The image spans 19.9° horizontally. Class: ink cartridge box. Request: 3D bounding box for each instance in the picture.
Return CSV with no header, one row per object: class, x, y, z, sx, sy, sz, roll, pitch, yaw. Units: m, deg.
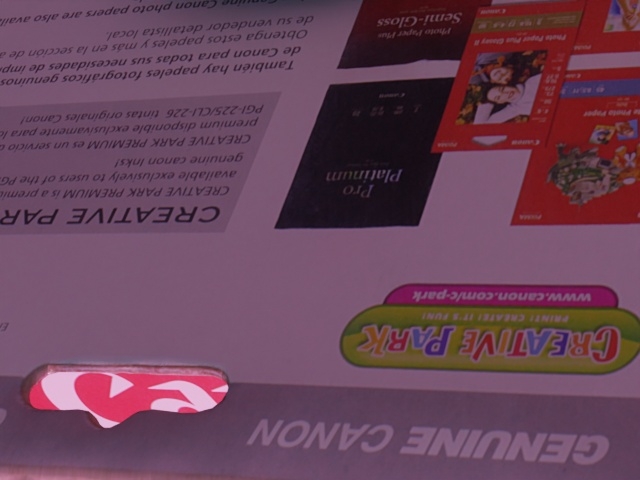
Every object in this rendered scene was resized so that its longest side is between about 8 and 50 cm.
ink cartridge box,0.000,0.000,0.571,0.309,0.272,0.130,0,138,28
